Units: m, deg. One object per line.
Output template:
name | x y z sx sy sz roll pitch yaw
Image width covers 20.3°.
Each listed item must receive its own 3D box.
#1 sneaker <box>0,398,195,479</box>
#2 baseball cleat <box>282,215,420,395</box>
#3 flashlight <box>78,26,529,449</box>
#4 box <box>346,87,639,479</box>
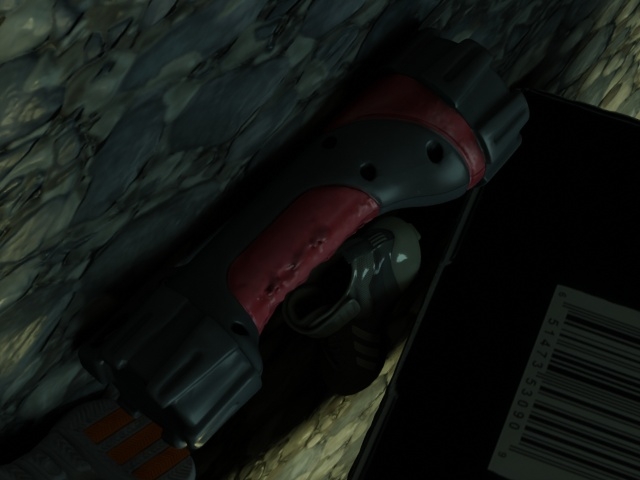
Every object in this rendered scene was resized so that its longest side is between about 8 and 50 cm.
sneaker | -0.202 0.223 1.062 0.180 0.124 0.321 -57 162 26
baseball cleat | 0.010 0.059 1.366 0.109 0.072 0.206 -21 147 -30
flashlight | 0.000 0.000 1.091 0.304 0.103 0.103 -47 -162 -22
box | 0.197 0.223 1.467 0.472 0.297 0.480 92 20 -60
